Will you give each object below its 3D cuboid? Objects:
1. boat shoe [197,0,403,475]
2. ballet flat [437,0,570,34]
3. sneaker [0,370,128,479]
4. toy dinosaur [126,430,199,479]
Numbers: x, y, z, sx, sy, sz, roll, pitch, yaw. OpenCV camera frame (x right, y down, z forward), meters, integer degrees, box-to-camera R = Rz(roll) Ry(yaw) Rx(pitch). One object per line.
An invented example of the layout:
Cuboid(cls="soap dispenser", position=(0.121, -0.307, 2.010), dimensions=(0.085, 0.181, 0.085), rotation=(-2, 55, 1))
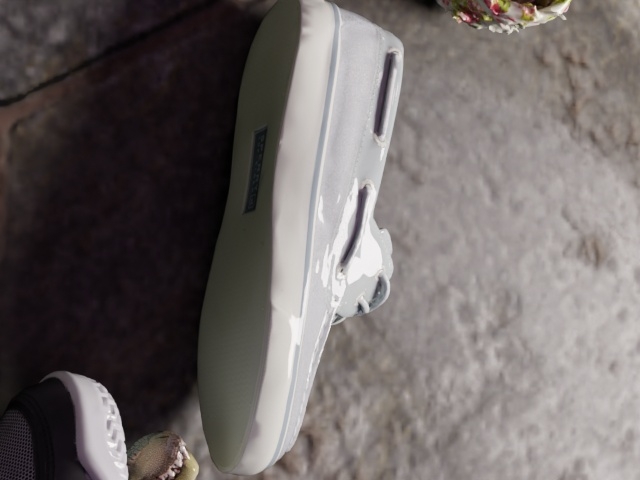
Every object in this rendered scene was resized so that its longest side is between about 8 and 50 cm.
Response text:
Cuboid(cls="boat shoe", position=(0.000, 0.000, 0.780), dimensions=(0.081, 0.079, 0.228), rotation=(13, 80, -25))
Cuboid(cls="ballet flat", position=(0.060, -0.193, 0.783), dimensions=(0.091, 0.077, 0.241), rotation=(-47, 128, -11))
Cuboid(cls="sneaker", position=(-0.186, 0.158, 0.658), dimensions=(0.153, 0.101, 0.269), rotation=(30, 78, -29))
Cuboid(cls="toy dinosaur", position=(-0.094, 0.222, 0.739), dimensions=(0.118, 0.064, 0.268), rotation=(25, 78, -15))
